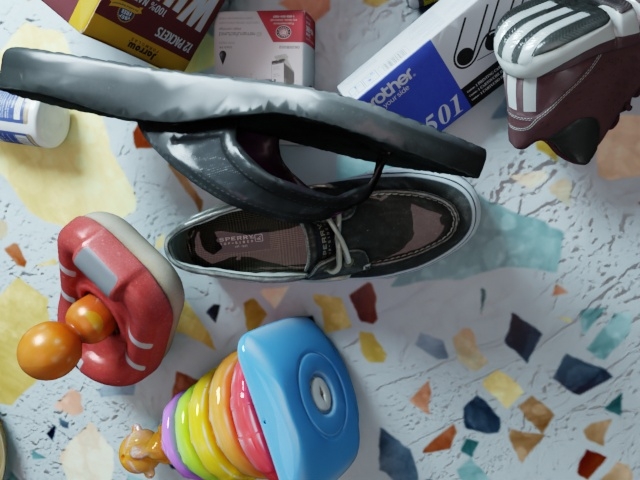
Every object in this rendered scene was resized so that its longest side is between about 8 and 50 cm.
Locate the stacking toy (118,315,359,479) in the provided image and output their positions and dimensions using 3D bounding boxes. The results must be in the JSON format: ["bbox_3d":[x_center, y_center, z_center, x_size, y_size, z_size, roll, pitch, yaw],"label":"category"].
[{"bbox_3d":[-0.120,0.218,0.629,0.302,0.166,0.175,-26,79,24],"label":"stacking toy"}]

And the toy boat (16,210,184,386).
[{"bbox_3d":[-0.248,0.089,0.582,0.151,0.151,0.231,42,141,10],"label":"toy boat"}]

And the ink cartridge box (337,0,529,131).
[{"bbox_3d":[0.128,-0.176,0.533,0.207,0.046,0.097,-37,131,14],"label":"ink cartridge box"}]

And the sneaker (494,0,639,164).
[{"bbox_3d":[0.286,-0.167,0.518,0.282,0.106,0.162,-22,133,-9],"label":"sneaker"}]

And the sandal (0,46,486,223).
[{"bbox_3d":[-0.083,-0.084,0.496,0.446,0.167,0.106,13,95,16],"label":"sandal"}]

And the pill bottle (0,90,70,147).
[{"bbox_3d":[-0.365,-0.148,0.637,0.120,0.067,0.067,9,101,8],"label":"pill bottle"}]

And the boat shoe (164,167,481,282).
[{"bbox_3d":[0.000,0.000,0.573,0.335,0.119,0.121,-10,98,12],"label":"boat shoe"}]

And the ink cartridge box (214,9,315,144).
[{"bbox_3d":[-0.059,-0.170,0.585,0.099,0.056,0.135,3,100,9],"label":"ink cartridge box"}]

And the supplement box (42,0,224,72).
[{"bbox_3d":[-0.187,-0.301,0.521,0.194,0.129,0.191,41,105,19],"label":"supplement box"}]

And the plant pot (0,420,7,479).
[{"bbox_3d":[-0.535,0.274,0.759,0.237,0.032,0.236,2,101,9],"label":"plant pot"}]

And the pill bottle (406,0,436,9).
[{"bbox_3d":[0.134,-0.277,0.529,0.116,0.065,0.065,-18,96,12],"label":"pill bottle"}]
